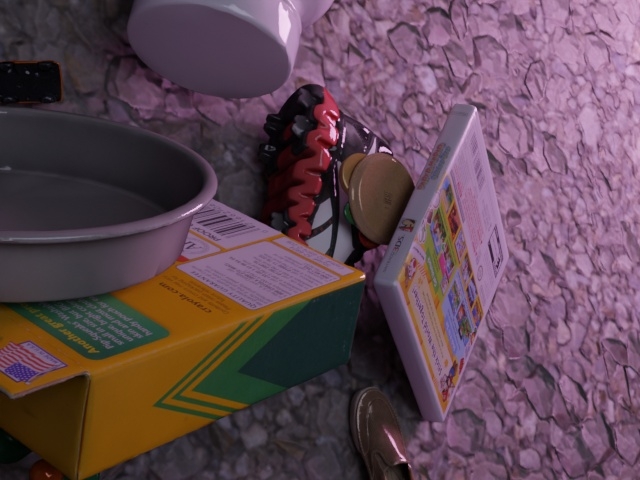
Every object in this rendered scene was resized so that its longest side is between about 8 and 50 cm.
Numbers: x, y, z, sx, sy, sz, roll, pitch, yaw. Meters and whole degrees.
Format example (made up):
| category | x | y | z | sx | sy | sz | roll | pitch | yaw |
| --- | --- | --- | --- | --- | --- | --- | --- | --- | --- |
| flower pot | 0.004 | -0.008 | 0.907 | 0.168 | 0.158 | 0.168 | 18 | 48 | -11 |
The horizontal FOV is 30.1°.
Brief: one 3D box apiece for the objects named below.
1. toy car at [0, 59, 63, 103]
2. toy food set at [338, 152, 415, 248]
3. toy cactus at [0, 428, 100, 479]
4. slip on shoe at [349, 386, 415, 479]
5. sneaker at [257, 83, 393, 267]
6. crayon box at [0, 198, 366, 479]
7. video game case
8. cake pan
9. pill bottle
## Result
| category | x | y | z | sx | sy | sz | roll | pitch | yaw |
| --- | --- | --- | --- | --- | --- | --- | --- | --- | --- |
| toy car | -0.223 | -0.097 | 0.978 | 0.040 | 0.060 | 0.122 | -88 | 160 | -71 |
| toy food set | 0.051 | -0.035 | 1.027 | 0.083 | 0.020 | 0.083 | -3 | 87 | -42 |
| toy cactus | -0.193 | 0.140 | 0.832 | 0.180 | 0.219 | 0.112 | -17 | 118 | -29 |
| slip on shoe | 0.062 | 0.198 | 1.073 | 0.051 | 0.041 | 0.135 | 0 | 76 | -35 |
| sneaker | 0.000 | 0.000 | 1.054 | 0.135 | 0.097 | 0.276 | 25 | 62 | -24 |
| crayon box | -0.148 | 0.054 | 0.832 | 0.323 | 0.203 | 0.083 | -16 | 124 | -49 |
| video game case | 0.117 | 0.025 | 1.096 | 0.206 | 0.026 | 0.227 | -63 | 150 | -30 |
| cake pan | -0.220 | -0.032 | 0.824 | 0.293 | 0.293 | 0.054 | -8 | 115 | -36 |
| pill bottle | -0.061 | -0.303 | 1.046 | 0.188 | 0.188 | 0.334 | 25 | 63 | -27 |
